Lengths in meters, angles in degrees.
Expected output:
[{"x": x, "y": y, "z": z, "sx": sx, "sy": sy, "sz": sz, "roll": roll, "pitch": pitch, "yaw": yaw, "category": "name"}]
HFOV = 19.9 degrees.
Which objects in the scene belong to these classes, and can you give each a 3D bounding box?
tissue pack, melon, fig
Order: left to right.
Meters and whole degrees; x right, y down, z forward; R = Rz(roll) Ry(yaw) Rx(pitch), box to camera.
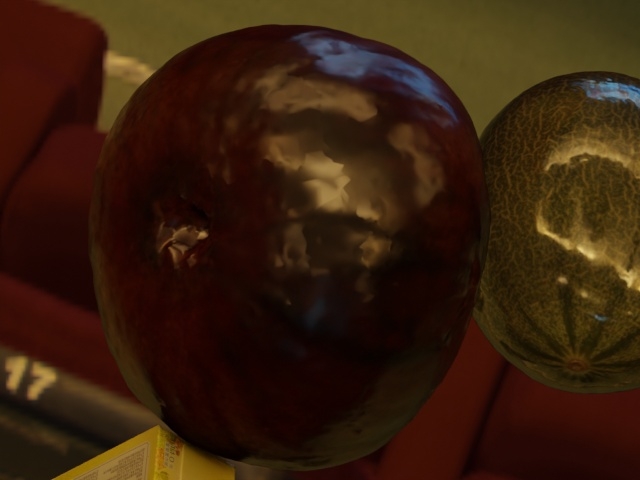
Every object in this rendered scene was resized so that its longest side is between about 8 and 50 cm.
[{"x": -0.128, "y": 0.181, "z": 1.004, "sx": 0.062, "sy": 0.176, "sz": 0.095, "roll": 34, "pitch": 42, "yaw": -35, "category": "tissue pack"}, {"x": -0.009, "y": 0.001, "z": 0.965, "sx": 0.214, "sy": 0.235, "sz": 0.235, "roll": 33, "pitch": 43, "yaw": -36, "category": "fig"}, {"x": 0.231, "y": -0.006, "z": 1.564, "sx": 0.237, "sy": 0.237, "sz": 0.302, "roll": 10, "pitch": 45, "yaw": -1, "category": "melon"}]
